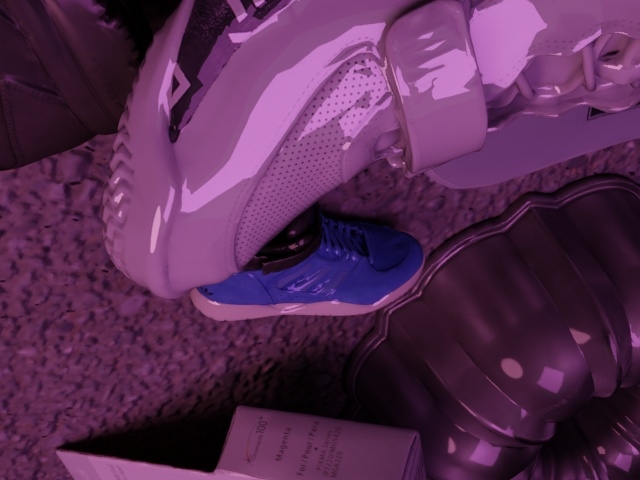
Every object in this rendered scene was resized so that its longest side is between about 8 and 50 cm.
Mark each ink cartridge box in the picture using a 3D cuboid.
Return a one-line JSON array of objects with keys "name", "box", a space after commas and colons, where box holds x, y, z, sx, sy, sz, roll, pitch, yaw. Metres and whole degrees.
[{"name": "ink cartridge box", "box": [-0.036, 0.218, 0.766, 0.239, 0.060, 0.275, 6, 140, 17]}]

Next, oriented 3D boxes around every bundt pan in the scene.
[{"name": "bundt pan", "box": [0.188, 0.114, 0.787, 0.331, 0.124, 0.330, -16, 136, -16]}]

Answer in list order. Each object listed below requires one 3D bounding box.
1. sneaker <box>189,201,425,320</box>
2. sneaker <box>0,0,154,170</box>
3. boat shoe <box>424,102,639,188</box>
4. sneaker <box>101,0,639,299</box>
[{"name": "sneaker", "box": [0.000, 0.001, 0.611, 0.152, 0.058, 0.084, -5, 141, -18]}, {"name": "sneaker", "box": [-0.159, -0.120, 0.370, 0.130, 0.109, 0.286, -24, 137, 2]}, {"name": "boat shoe", "box": [0.180, -0.116, 0.570, 0.306, 0.105, 0.113, -18, 142, -5]}, {"name": "sneaker", "box": [0.090, -0.078, 0.415, 0.366, 0.210, 0.137, -47, 167, -3]}]
